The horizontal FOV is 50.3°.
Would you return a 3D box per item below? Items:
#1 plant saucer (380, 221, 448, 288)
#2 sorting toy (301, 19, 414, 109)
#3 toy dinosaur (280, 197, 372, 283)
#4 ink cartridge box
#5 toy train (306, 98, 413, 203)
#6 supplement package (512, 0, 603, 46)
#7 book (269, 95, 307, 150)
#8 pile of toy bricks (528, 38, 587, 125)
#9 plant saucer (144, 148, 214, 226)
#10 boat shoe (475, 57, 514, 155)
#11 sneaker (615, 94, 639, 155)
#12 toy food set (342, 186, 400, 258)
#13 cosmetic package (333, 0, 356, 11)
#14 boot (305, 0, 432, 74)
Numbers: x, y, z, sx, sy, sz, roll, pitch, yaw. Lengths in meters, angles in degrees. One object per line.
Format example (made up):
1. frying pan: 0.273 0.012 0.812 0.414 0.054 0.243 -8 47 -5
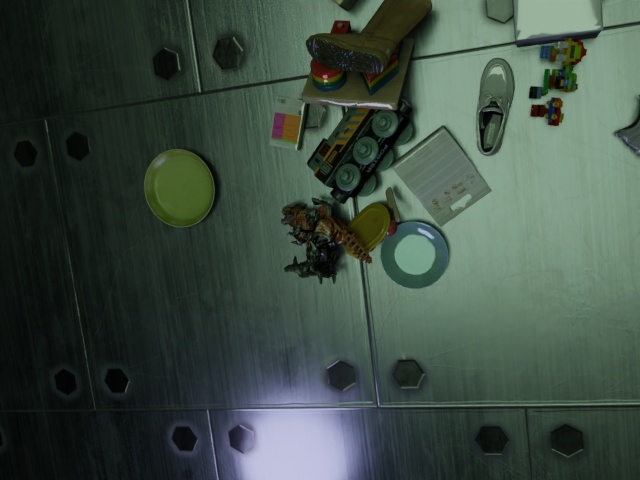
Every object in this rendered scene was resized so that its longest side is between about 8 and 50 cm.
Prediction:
1. plant saucer: 0.268 0.040 1.940 0.194 0.037 0.195 2 99 15
2. sorting toy: 0.099 -0.475 1.799 0.256 0.089 0.256 8 57 15
3. toy dinosaur: 0.000 0.000 1.933 0.322 0.164 0.219 31 105 55
4. ink cartridge box: 0.335 -0.177 1.890 0.181 0.056 0.225 -37 106 18
5. toy train: 0.109 -0.268 1.881 0.190 0.142 0.334 43 107 27
6. supplement package: 0.578 -0.630 1.683 0.203 0.145 0.262 -3 98 17
7. book: -0.096 -0.343 1.989 0.096 0.035 0.144 13 102 17
8. pile of toy bricks: 0.615 -0.403 1.739 0.105 0.118 0.213 -4 106 -22
9. plant saucer: -0.432 -0.162 2.114 0.240 0.037 0.241 2 99 16
10. boat shoe: 0.459 -0.351 1.795 0.095 0.084 0.258 3 100 16
11. sneaker: 0.844 -0.342 1.672 0.115 0.105 0.281 34 107 9
12. toy food set: 0.161 -0.033 1.934 0.218 0.071 0.128 -42 49 28
13. cosmetic package: -0.003 -0.787 1.847 0.309 0.113 0.160 41 107 6
14. boot: 0.125 -0.540 1.739 0.236 0.270 0.089 22 149 20
